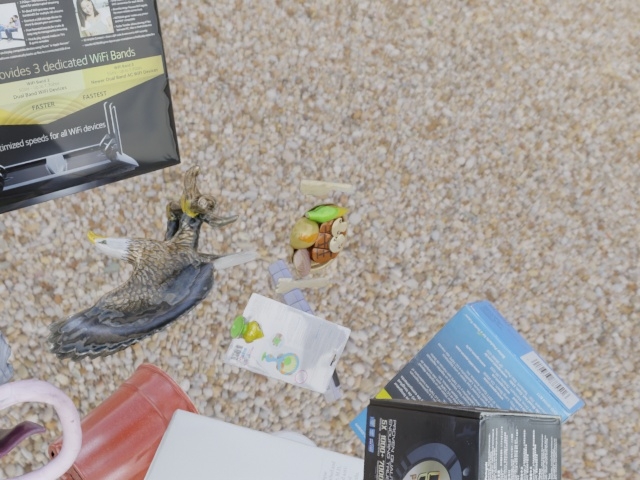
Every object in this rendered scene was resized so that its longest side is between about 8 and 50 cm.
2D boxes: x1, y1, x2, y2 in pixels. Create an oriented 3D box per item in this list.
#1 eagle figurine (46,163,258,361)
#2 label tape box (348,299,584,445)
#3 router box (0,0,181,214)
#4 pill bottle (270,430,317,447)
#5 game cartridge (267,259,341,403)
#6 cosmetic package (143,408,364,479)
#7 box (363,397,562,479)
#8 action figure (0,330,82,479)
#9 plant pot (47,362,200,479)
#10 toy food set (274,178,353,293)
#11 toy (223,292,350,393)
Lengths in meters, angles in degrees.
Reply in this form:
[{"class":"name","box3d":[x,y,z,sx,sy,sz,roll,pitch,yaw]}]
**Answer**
[{"class":"eagle figurine","box3d":[-0.253,0.060,0.990,0.225,0.226,0.298,11,65,24]},{"class":"label tape box","box3d":[0.245,0.304,1.190,0.240,0.333,0.106,50,25,23]},{"class":"router box","box3d":[-0.321,-0.168,0.742,0.309,0.243,0.081,-22,32,-34]},{"class":"pill bottle","box3d":[-0.110,0.508,1.363,0.153,0.264,0.153,21,40,-19]},{"class":"game cartridge","box3d":[-0.033,0.239,1.723,0.068,0.355,0.230,-28,48,-12]},{"class":"cosmetic package","box3d":[-0.037,0.380,0.883,0.385,0.217,0.156,12,43,3]},{"class":"box","box3d":[0.099,0.215,0.508,0.078,0.147,0.180,10,78,-26]},{"class":"action figure","box3d":[-0.403,0.236,0.543,0.276,0.248,0.370,22,48,28]},{"class":"plant pot","box3d":[-0.435,0.459,1.511,0.265,0.272,0.272,-33,74,-38]},{"class":"toy food set","box3d":[0.000,0.000,1.091,0.132,0.192,0.038,-2,23,-43]},{"class":"toy","box3d":[-0.067,0.193,1.289,0.237,0.056,0.137,25,87,-35]}]
